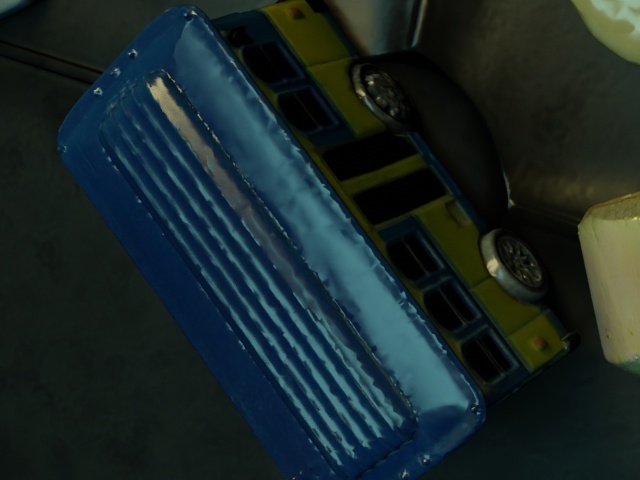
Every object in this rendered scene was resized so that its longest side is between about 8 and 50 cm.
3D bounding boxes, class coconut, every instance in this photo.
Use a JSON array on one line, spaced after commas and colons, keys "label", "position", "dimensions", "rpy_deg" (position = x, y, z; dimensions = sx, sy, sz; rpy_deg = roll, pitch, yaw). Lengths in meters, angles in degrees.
[{"label": "coconut", "position": [0.204, 0.029, 0.821], "dimensions": [0.116, 0.116, 0.122], "rpy_deg": [-13, 91, 32]}]

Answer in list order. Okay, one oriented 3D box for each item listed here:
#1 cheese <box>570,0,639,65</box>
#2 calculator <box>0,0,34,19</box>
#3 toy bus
[{"label": "cheese", "position": [0.169, -0.321, 0.756], "dimensions": [0.384, 0.104, 0.383], "rpy_deg": [8, 107, 29]}, {"label": "calculator", "position": [-0.282, -0.199, 1.087], "dimensions": [0.210, 0.039, 0.121], "rpy_deg": [-16, 93, 33]}, {"label": "toy bus", "position": [0.000, 0.000, 0.895], "dimensions": [0.138, 0.175, 0.287], "rpy_deg": [-41, 81, 32]}]
